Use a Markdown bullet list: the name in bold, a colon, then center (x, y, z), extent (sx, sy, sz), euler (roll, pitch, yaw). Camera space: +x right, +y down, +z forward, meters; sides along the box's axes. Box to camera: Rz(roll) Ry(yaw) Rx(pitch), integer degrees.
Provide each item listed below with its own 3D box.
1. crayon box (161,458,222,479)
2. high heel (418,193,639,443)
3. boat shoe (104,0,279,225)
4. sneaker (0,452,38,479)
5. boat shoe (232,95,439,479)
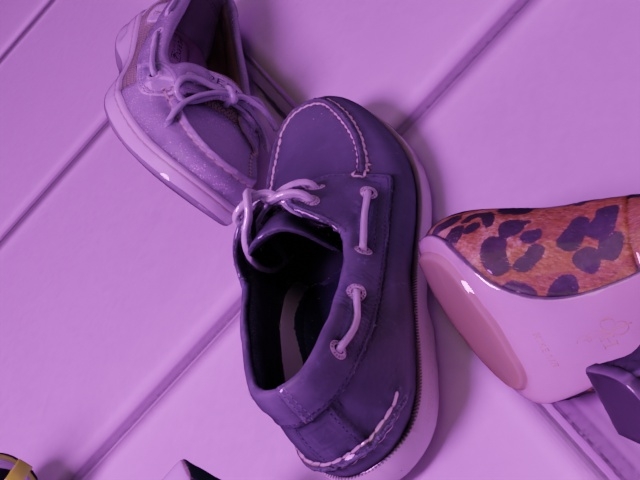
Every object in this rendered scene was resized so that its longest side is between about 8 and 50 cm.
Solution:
- **crayon box**: center (-0.120, 0.302, 0.566), extent (0.323, 0.083, 0.203), euler (-48, 35, 4)
- **high heel**: center (0.164, 0.002, 0.550), extent (0.186, 0.093, 0.261), euler (-32, 21, -11)
- **boat shoe**: center (-0.101, -0.129, 0.903), extent (0.103, 0.118, 0.320), euler (-44, 29, 17)
- **sneaker**: center (-0.284, 0.247, 0.770), extent (0.235, 0.084, 0.097), euler (-57, 10, -8)
- **boat shoe**: center (0.000, 0.000, 0.686), extent (0.116, 0.099, 0.319), euler (-34, 38, 25)
